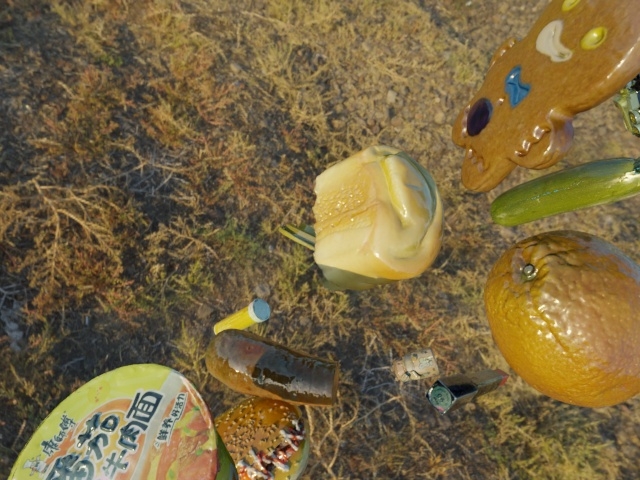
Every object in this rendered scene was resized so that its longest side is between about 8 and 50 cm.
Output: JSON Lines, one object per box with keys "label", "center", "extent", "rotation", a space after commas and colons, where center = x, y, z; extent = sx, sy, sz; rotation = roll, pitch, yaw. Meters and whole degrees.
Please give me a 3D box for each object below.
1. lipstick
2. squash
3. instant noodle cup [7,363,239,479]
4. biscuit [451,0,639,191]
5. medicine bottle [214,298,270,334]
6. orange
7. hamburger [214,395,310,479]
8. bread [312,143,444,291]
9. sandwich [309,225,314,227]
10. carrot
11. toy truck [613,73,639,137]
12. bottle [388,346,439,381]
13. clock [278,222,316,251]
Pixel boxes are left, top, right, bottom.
{"label": "lipstick", "center": [0.326, 0.309, 0.913], "extent": [0.312, 0.051, 0.051], "rotation": [9, 26, -48]}
{"label": "squash", "center": [0.456, -0.091, 0.778], "extent": [0.087, 0.331, 0.087], "rotation": [7, 76, -31]}
{"label": "instant noodle cup", "center": [-0.235, 0.330, 0.573], "extent": [0.264, 0.200, 0.265], "rotation": [-5, 47, 5]}
{"label": "biscuit", "center": [0.213, -0.156, 0.419], "extent": [0.039, 0.236, 0.180], "rotation": [17, 50, -20]}
{"label": "medicine bottle", "center": [-0.263, 0.263, 1.413], "extent": [0.074, 0.218, 0.074], "rotation": [33, 42, -35]}
{"label": "orange", "center": [0.490, 0.145, 0.841], "extent": [0.357, 0.322, 0.322], "rotation": [37, 42, -30]}
{"label": "hamburger", "center": [-0.161, 0.459, 0.919], "extent": [0.295, 0.152, 0.227], "rotation": [-34, 43, -15]}
{"label": "bread", "center": [0.134, -0.048, 0.949], "extent": [0.211, 0.270, 0.316], "rotation": [22, 55, -47]}
{"label": "sandwich", "center": [-0.044, -0.016, 1.637], "extent": [0.030, 0.084, 0.044], "rotation": [11, 7, 15]}
{"label": "carrot", "center": [-0.109, 0.283, 0.950], "extent": [0.301, 0.139, 0.139], "rotation": [7, 46, 15]}
{"label": "toy truck", "center": [0.720, -0.331, 0.973], "extent": [0.191, 0.085, 0.116], "rotation": [53, 20, -25]}
{"label": "bottle", "center": [0.299, 0.408, 1.384], "extent": [0.152, 0.099, 0.099], "rotation": [-18, 58, 7]}
{"label": "clock", "center": [0.000, 0.000, 1.152], "extent": [0.236, 0.237, 0.057], "rotation": [24, 92, -10]}
